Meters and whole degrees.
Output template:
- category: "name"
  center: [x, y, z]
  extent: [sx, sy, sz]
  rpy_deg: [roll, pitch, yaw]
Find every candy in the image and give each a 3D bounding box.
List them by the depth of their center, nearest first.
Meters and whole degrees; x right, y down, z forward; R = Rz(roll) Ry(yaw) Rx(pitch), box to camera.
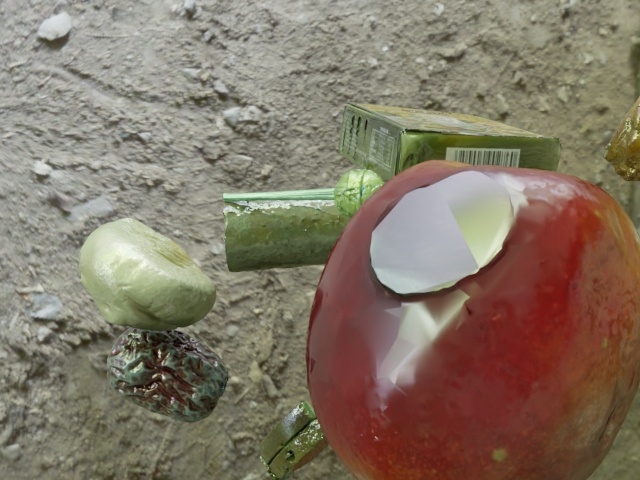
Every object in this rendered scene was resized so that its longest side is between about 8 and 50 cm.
- category: "candy"
  center: [-0.040, -0.087, 1.235]
  extent: [0.092, 0.336, 0.093]
  rpy_deg: [-48, 135, -61]

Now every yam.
- category: "yam"
  center: [-0.077, -0.019, 1.351]
  extent: [0.268, 0.161, 0.161]
  rpy_deg: [-5, 101, -16]

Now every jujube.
- category: "jujube"
  center: [-0.403, 0.354, 1.725]
  extent: [0.317, 0.226, 0.226]
  rpy_deg: [21, 88, 1]

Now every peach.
- category: "peach"
  center: [0.153, 0.083, 0.669]
  extent: [0.406, 0.335, 0.310]
  rpy_deg: [-56, 144, -12]

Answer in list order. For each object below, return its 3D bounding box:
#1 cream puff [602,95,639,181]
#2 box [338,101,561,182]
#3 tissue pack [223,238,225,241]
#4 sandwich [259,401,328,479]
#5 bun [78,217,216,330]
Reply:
- category: "cream puff"
  center: [0.498, -0.153, 0.964]
  extent: [0.126, 0.103, 0.144]
  rpy_deg: [-7, 130, -62]
- category: "box"
  center: [0.279, -0.217, 1.503]
  extent: [0.373, 0.420, 0.138]
  rpy_deg: [1, 109, -15]
- category: "tissue pack"
  center: [-0.148, 0.033, 1.664]
  extent: [0.122, 0.193, 0.026]
  rpy_deg: [61, 33, -50]
- category: "sandwich"
  center: [-0.037, 0.479, 1.595]
  extent: [0.212, 0.292, 0.109]
  rpy_deg: [-29, 69, -29]
- category: "bun"
  center: [-0.443, 0.109, 1.614]
  extent: [0.365, 0.365, 0.219]
  rpy_deg: [31, 97, -29]
